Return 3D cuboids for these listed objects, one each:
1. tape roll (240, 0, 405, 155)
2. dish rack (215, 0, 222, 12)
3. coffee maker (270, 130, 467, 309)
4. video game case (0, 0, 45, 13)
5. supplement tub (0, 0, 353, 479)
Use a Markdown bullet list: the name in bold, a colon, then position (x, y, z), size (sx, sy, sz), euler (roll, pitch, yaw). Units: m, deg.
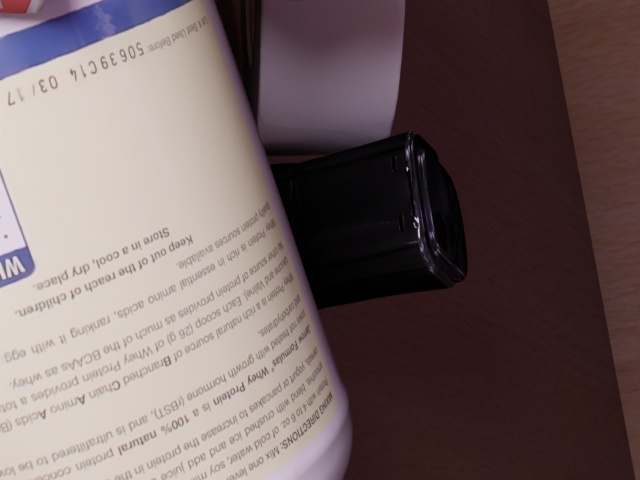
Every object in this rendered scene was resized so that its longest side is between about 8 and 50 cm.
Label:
- **tape roll**: position (-0.005, -0.204, 1.226), size (0.286, 0.100, 0.286), euler (179, -90, -85)
- **dish rack**: position (-0.128, -0.209, 1.112), size (0.271, 0.074, 0.208), euler (-82, 151, -42)
- **coffee maker**: position (0.000, 0.000, 1.162), size (0.171, 0.178, 0.120), euler (-24, 100, -70)
- **video game case**: position (-0.238, -0.175, 0.545), size (0.025, 0.285, 0.204), euler (138, -51, -63)
- **supplement tub**: position (-0.122, 0.033, 0.715), size (0.235, 0.235, 0.325), euler (-51, 126, -66)
